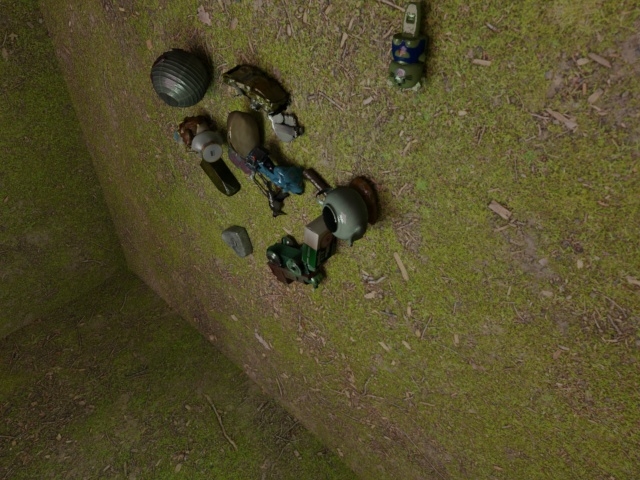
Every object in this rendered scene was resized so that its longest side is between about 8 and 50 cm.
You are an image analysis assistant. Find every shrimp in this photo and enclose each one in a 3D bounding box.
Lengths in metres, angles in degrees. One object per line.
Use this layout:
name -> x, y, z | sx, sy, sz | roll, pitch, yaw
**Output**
shrimp -> 0.157, -0.138, 1.568 | 0.132, 0.052, 0.187 | 10, 121, 65

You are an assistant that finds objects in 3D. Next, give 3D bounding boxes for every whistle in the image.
whistle -> 0.231, -0.500, 1.152 | 0.105, 0.085, 0.227 | 22, 133, 24

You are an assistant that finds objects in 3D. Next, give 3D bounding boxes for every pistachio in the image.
pistachio -> -0.312, -0.432, 1.775 | 0.126, 0.152, 0.223 | 30, 156, 25

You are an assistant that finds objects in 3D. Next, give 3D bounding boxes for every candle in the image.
candle -> -0.438, -0.006, 2.321 | 0.192, 0.068, 0.168 | 42, 141, 11

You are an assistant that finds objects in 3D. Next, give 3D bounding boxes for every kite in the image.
kite -> -0.297, -0.323, 1.948 | 0.360, 0.022, 0.204 | 48, 142, 9

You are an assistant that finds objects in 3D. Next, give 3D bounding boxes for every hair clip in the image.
hair clip -> -0.136, -0.426, 1.661 | 0.172, 0.049, 0.116 | 26, 131, 38

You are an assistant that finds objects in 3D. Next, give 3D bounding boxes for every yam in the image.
yam -> 0.050, -0.150, 1.674 | 0.327, 0.045, 0.045 | 49, 170, 9

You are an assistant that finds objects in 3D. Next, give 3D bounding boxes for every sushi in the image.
sushi -> -0.254, -0.555, 1.620 | 0.291, 0.139, 0.131 | 41, 150, 16

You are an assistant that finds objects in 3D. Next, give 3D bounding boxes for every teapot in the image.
teapot -> 0.079, -0.093, 1.544 | 0.294, 0.130, 0.193 | 52, 151, 37

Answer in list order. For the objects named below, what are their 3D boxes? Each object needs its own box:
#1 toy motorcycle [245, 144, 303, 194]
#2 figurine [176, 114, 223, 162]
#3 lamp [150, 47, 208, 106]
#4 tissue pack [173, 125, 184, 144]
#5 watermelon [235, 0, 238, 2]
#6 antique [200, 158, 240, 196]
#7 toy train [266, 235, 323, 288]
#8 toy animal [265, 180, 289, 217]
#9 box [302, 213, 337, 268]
toy motorcycle -> -0.176, -0.277, 1.745 | 0.272, 0.123, 0.182 | 35, 165, -3
figurine -> -0.542, -0.468, 1.977 | 0.263, 0.190, 0.142 | 51, 149, 30
lamp -> -0.586, -0.678, 1.828 | 0.265, 0.233, 0.233 | -10, 110, 59
tissue pack -> -0.679, -0.531, 2.170 | 0.058, 0.074, 0.094 | 52, 142, 9
watermelon -> -0.302, -0.862, 1.486 | 0.085, 0.061, 0.085 | 40, 149, 30
antique -> -0.481, -0.313, 2.113 | 0.221, 0.080, 0.081 | 54, 143, 2
toy train -> -0.114, 0.115, 2.000 | 0.304, 0.150, 0.221 | 17, 140, 39
toy animal -> -0.198, -0.166, 1.922 | 0.105, 0.070, 0.202 | 32, 148, 18
box -> 0.000, 0.000, 1.772 | 0.081, 0.135, 0.199 | 32, 139, 28
